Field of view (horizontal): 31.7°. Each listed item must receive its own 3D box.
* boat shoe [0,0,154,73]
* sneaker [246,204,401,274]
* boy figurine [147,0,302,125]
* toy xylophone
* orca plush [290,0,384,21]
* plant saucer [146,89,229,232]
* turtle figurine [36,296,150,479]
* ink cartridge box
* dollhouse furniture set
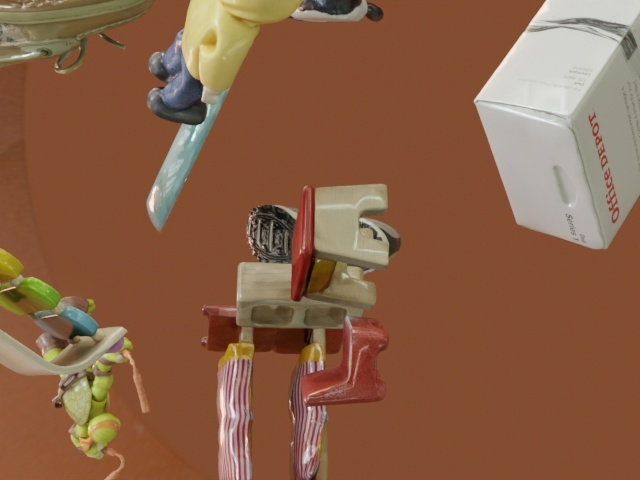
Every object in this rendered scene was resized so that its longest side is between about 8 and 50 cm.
[{"bbox_3d":[-0.252,-0.187,0.920,0.285,0.089,0.104,-2,53,20],"label":"boat shoe"},{"bbox_3d":[0.000,0.000,1.746,0.272,0.108,0.100,9,100,32],"label":"sneaker"},{"bbox_3d":[-0.114,-0.254,1.319,0.092,0.285,0.177,14,57,-29],"label":"boy figurine"},{"bbox_3d":[-0.363,0.041,1.124,0.323,0.236,0.081,43,63,-29],"label":"toy xylophone"},{"bbox_3d":[0.013,-0.340,1.480,0.151,0.287,0.102,5,100,10],"label":"orca plush"},{"bbox_3d":[-0.195,-0.163,1.728,0.044,0.317,0.317,26,98,-7],"label":"plant saucer"},{"bbox_3d":[-0.310,0.196,1.468,0.087,0.217,0.269,-7,136,-29],"label":"turtle figurine"},{"bbox_3d":[0.233,-0.127,0.934,0.093,0.160,0.219,18,60,38],"label":"ink cartridge box"},{"bbox_3d":[-0.036,0.120,1.045,0.152,0.374,0.201,2,63,-6],"label":"dollhouse furniture set"}]
